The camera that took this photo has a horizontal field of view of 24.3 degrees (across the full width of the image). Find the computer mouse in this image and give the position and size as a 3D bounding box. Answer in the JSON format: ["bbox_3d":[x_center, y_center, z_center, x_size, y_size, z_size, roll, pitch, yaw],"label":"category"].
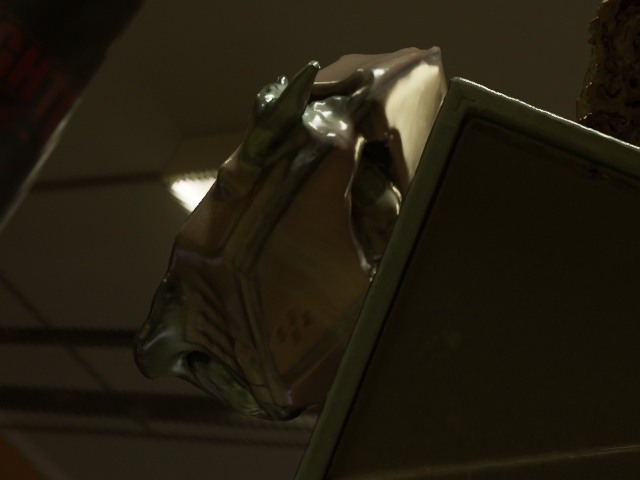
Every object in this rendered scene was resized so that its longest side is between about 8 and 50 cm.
[{"bbox_3d":[0.005,0.004,0.799,0.115,0.199,0.389,36,-21,7],"label":"computer mouse"}]

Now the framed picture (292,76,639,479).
[{"bbox_3d":[0.160,0.098,0.610,0.324,0.240,0.020,21,0,5],"label":"framed picture"}]

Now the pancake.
[{"bbox_3d":[0.310,-0.100,1.257,0.212,0.056,0.257,19,-77,25],"label":"pancake"}]
